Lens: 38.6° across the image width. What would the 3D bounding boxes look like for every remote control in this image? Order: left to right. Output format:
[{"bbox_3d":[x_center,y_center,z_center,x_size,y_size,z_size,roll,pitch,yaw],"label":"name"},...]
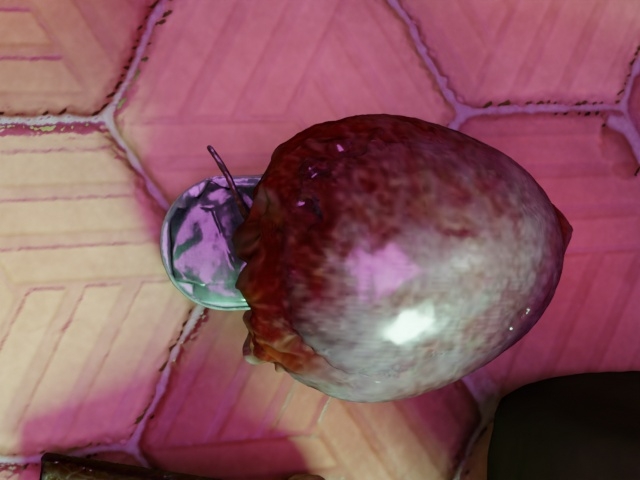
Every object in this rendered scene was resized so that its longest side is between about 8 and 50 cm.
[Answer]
[{"bbox_3d":[0.000,0.000,0.712,0.248,0.052,0.104,-1,89,-12],"label":"remote control"}]

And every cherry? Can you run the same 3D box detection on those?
[{"bbox_3d":[0.061,0.008,0.616,0.250,0.175,0.192,-6,79,-17],"label":"cherry"}]

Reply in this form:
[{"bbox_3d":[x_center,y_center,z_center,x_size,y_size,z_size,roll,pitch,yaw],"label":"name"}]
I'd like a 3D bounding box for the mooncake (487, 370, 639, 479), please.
[{"bbox_3d":[0.287,0.206,0.619,0.357,0.356,0.194,0,92,-12],"label":"mooncake"}]

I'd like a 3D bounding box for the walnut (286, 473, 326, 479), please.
[{"bbox_3d":[-0.013,0.228,0.694,0.079,0.083,0.096,-18,99,-40],"label":"walnut"}]

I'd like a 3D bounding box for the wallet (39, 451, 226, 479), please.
[{"bbox_3d":[-0.089,0.230,0.652,0.243,0.039,0.132,4,96,12],"label":"wallet"}]
